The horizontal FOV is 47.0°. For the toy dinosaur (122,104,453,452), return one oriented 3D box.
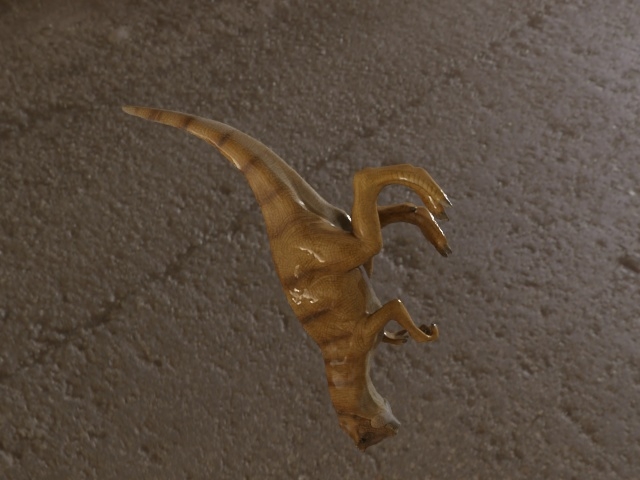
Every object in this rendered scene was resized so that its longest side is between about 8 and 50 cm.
[{"bbox_3d":[0.000,0.000,0.347,0.112,0.064,0.212,-28,91,-4],"label":"toy dinosaur"}]
